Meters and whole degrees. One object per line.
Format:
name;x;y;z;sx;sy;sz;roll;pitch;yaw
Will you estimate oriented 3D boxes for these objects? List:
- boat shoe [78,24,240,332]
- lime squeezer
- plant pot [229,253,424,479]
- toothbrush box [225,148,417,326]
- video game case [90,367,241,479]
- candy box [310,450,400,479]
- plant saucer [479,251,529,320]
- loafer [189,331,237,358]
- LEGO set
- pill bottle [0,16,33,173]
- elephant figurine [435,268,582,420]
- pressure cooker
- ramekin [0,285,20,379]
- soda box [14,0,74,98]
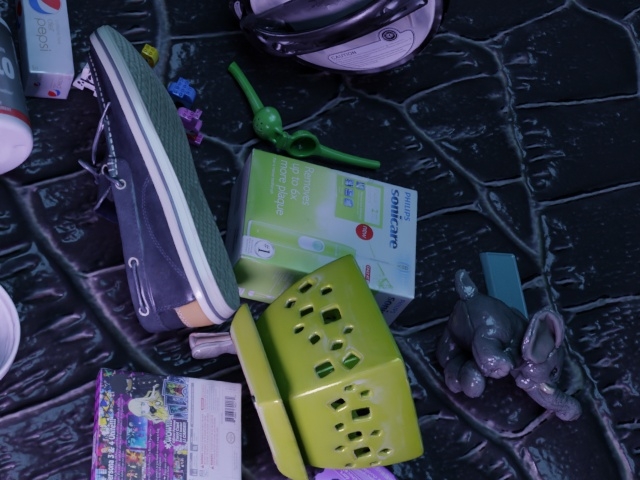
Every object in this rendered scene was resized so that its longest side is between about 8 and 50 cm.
boat shoe;-0.271;-0.092;1.936;0.156;0.187;0.500;-23;76;12
lime squeezer;-0.048;-0.184;2.189;0.310;0.059;0.110;34;23;2
plant pot;0.002;0.193;1.820;0.207;0.228;0.227;-19;44;-5
toothbrush box;0.000;0.000;2.043;0.283;0.122;0.206;15;56;-15
video game case;-0.214;0.300;1.816;0.210;0.042;0.232;8;57;-18
candy box;0.037;0.407;1.837;0.165;0.070;0.196;40;53;5
plant saucer;0.315;0.103;2.175;0.067;0.018;0.192;4;60;-20
loafer;-0.136;0.148;1.944;0.125;0.045;0.039;-6;56;-23
LEGO set;-0.275;-0.256;2.102;0.227;0.093;0.087;25;54;-6
pill bottle;-0.534;-0.249;1.948;0.161;0.161;0.283;-5;63;-25
elephant figurine;0.316;0.172;2.058;0.239;0.186;0.169;3;36;-26
pressure cooker;0.047;-0.490;2.212;0.376;0.370;0.420;16;52;-8
ramekin;-0.518;0.140;1.748;0.207;0.109;0.207;11;56;-17
soda box;-0.448;-0.337;2.095;0.074;0.069;0.216;1;60;-22
